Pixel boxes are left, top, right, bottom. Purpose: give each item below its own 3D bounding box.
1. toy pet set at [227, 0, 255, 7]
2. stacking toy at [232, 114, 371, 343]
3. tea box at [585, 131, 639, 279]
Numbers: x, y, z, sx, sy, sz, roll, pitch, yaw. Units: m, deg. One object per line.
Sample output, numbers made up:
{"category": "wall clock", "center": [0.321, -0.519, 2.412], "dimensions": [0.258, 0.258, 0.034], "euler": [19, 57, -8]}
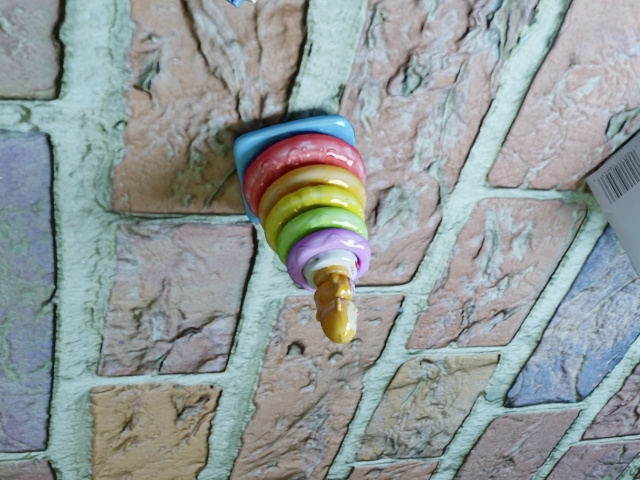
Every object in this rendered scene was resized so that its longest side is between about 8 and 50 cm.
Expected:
{"category": "toy pet set", "center": [-0.067, -0.304, 0.991], "dimensions": [0.122, 0.065, 0.114], "euler": [37, 83, -47]}
{"category": "stacking toy", "center": [0.000, 0.000, 1.160], "dimensions": [0.166, 0.301, 0.175], "euler": [-12, 140, -4]}
{"category": "tea box", "center": [0.637, -0.073, 1.354], "dimensions": [0.324, 0.220, 0.329], "euler": [20, 129, -35]}
